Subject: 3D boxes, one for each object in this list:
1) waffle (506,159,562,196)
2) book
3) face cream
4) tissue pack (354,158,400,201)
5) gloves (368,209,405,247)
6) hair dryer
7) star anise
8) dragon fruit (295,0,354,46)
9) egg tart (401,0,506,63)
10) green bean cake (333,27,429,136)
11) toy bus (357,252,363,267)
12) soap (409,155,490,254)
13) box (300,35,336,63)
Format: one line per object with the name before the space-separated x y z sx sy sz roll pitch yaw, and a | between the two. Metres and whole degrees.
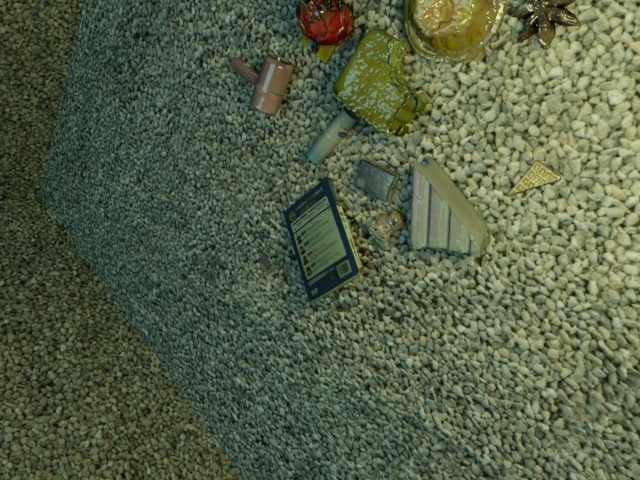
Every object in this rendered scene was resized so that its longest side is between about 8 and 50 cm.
waffle | 0.665 -0.168 1.636 0.097 0.023 0.153 47 123 20
book | 0.000 0.000 2.111 0.300 0.039 0.429 -34 63 38
face cream | 0.045 -0.404 2.024 0.250 0.077 0.077 -46 73 36
tissue pack | 0.211 -0.225 1.959 0.156 0.051 0.113 32 122 27
gloves | 0.244 -0.052 1.953 0.110 0.094 0.144 40 115 10
hair dryer | -0.270 -0.702 2.182 0.352 0.125 0.211 42 123 30
star anise | 0.644 -0.652 1.502 0.212 0.073 0.197 1 99 40
dragon fruit | 0.006 -0.801 1.852 0.193 0.274 0.193 -37 45 35
egg tart | 0.397 -0.730 1.631 0.351 0.150 0.353 12 111 33
green bean cake | 0.238 -0.529 1.785 0.310 0.202 0.285 46 113 18
toy bus | 0.045 0.115 2.147 0.273 0.090 0.113 -26 78 39
soap | 0.441 -0.118 1.735 0.257 0.158 0.303 11 110 39
box | -0.007 -0.762 2.012 0.155 0.023 0.087 45 127 21
